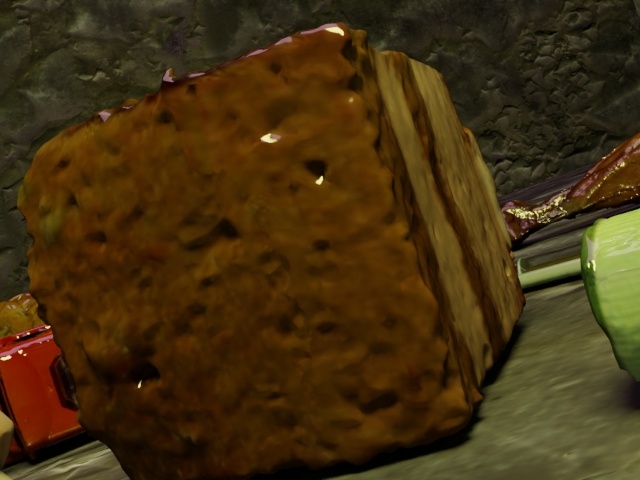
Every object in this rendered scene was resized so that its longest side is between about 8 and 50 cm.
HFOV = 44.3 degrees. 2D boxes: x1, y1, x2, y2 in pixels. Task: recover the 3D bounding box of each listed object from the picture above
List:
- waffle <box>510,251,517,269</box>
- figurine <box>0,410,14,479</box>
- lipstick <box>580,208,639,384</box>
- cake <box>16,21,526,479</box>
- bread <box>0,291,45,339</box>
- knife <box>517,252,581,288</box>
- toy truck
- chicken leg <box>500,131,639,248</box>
[{"bbox_3d":[0.159,0.031,0.792,0.075,0.029,0.083,-19,3,37],"label":"waffle"},{"bbox_3d":[-0.274,0.142,0.376,0.162,0.141,0.237,-49,-9,23],"label":"figurine"},{"bbox_3d":[0.233,-0.010,0.235,0.304,0.076,0.076,-17,2,37],"label":"lipstick"},{"bbox_3d":[0.000,0.000,0.475,0.199,0.196,0.293,-20,1,23],"label":"cake"},{"bbox_3d":[-0.452,0.153,1.386,0.132,0.166,0.294,-27,1,20],"label":"bread"},{"bbox_3d":[0.181,0.025,0.666,0.343,0.027,0.061,-18,-3,30],"label":"knife"},{"bbox_3d":[-0.197,0.111,0.682,0.253,0.107,0.114,-19,0,-17],"label":"toy truck"},{"bbox_3d":[0.338,-0.059,0.976,0.304,0.093,0.113,-23,11,10],"label":"chicken leg"}]
